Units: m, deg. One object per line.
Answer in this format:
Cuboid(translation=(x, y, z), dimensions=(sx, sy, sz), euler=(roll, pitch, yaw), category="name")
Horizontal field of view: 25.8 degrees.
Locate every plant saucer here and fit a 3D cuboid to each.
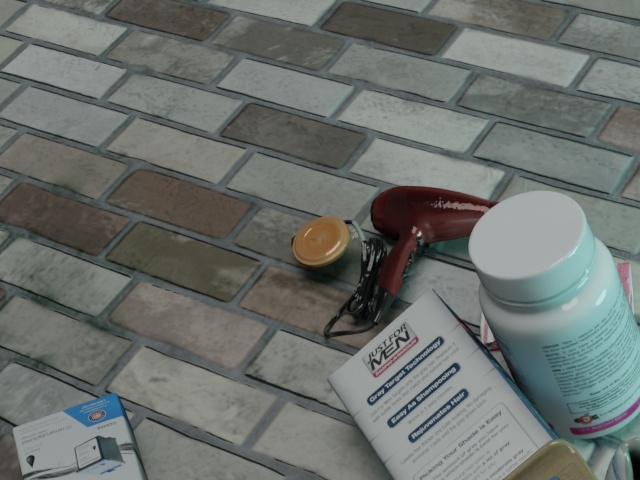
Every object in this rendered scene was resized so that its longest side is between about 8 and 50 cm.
Cuboid(translation=(0.000, 0.000, 1.912), dimensions=(0.083, 0.013, 0.083), euler=(-14, 48, 16), category="plant saucer")

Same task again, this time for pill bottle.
Cuboid(translation=(0.278, 0.087, 1.617), dimensions=(0.160, 0.283, 0.160), euler=(-16, 41, 15), category="pill bottle")

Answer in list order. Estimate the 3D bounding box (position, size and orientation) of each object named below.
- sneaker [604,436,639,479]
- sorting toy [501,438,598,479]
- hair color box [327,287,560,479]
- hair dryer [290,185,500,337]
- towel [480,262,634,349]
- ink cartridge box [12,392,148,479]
Cuboid(translation=(0.404, 0.325, 1.473), dimensions=(0.111, 0.129, 0.297), euler=(-34, 49, -25), category="sneaker")
Cuboid(translation=(0.176, 0.364, 1.381), dimensions=(0.307, 0.041, 0.229), euler=(-41, 42, 9), category="sorting toy")
Cuboid(translation=(0.167, 0.233, 1.583), dimensions=(0.174, 0.105, 0.347), euler=(-41, 46, 5), category="hair color box")
Cuboid(translation=(0.117, 0.018, 1.905), dimensions=(0.293, 0.080, 0.223), euler=(-29, 47, 3), category="hair dryer")
Cuboid(translation=(0.308, 0.082, 1.821), dimensions=(0.197, 0.029, 0.144), euler=(-1, 43, 11), category="towel")
Cuboid(translation=(-0.281, 0.294, 1.688), dimensions=(0.140, 0.082, 0.190), euler=(-19, 42, -8), category="ink cartridge box")
